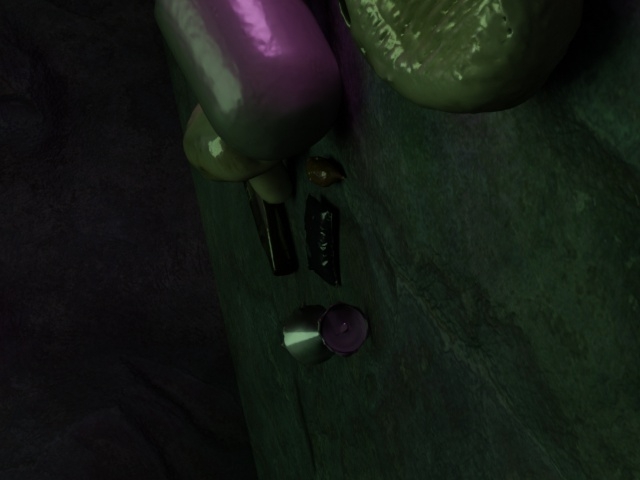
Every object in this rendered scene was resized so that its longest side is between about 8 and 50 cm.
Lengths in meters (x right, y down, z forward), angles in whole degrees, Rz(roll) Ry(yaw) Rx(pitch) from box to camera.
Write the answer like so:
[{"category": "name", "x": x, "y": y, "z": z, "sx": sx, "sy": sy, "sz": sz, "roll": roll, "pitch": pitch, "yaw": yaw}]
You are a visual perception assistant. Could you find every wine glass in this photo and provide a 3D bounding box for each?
[{"category": "wine glass", "x": 0.015, "y": 0.212, "z": 1.784, "sx": 0.232, "sy": 0.156, "sz": 0.156, "roll": 153, "pitch": 106, "yaw": -68}]

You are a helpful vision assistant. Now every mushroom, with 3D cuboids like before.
[{"category": "mushroom", "x": -0.174, "y": -0.243, "z": 1.998, "sx": 0.336, "sy": 0.314, "sz": 0.314, "roll": 55, "pitch": -175, "yaw": -45}]

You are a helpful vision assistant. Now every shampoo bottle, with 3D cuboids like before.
[{"category": "shampoo bottle", "x": -0.150, "y": -0.064, "z": 2.228, "sx": 0.125, "sy": 0.084, "sz": 0.350, "roll": 113, "pitch": 143, "yaw": -63}]

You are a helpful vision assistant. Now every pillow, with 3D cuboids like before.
[{"category": "pillow", "x": 0.000, "y": 0.000, "z": 1.857, "sx": 0.141, "sy": 0.055, "sz": 0.208, "roll": 35, "pitch": 134, "yaw": 54}]

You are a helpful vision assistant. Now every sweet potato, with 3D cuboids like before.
[{"category": "sweet potato", "x": -0.009, "y": -0.164, "z": 1.776, "sx": 0.226, "sy": 0.068, "sz": 0.068, "roll": -141, "pitch": 44, "yaw": -65}]

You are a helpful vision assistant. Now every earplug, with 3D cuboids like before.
[{"category": "earplug", "x": -0.124, "y": -0.367, "z": 1.613, "sx": 0.394, "sy": 0.313, "sz": 0.312, "roll": 62, "pitch": 158, "yaw": 11}]

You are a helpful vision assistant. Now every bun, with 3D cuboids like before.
[{"category": "bun", "x": 0.173, "y": -0.327, "z": 0.915, "sx": 0.359, "sy": 0.211, "sz": 0.359, "roll": 46, "pitch": 147, "yaw": 42}]
